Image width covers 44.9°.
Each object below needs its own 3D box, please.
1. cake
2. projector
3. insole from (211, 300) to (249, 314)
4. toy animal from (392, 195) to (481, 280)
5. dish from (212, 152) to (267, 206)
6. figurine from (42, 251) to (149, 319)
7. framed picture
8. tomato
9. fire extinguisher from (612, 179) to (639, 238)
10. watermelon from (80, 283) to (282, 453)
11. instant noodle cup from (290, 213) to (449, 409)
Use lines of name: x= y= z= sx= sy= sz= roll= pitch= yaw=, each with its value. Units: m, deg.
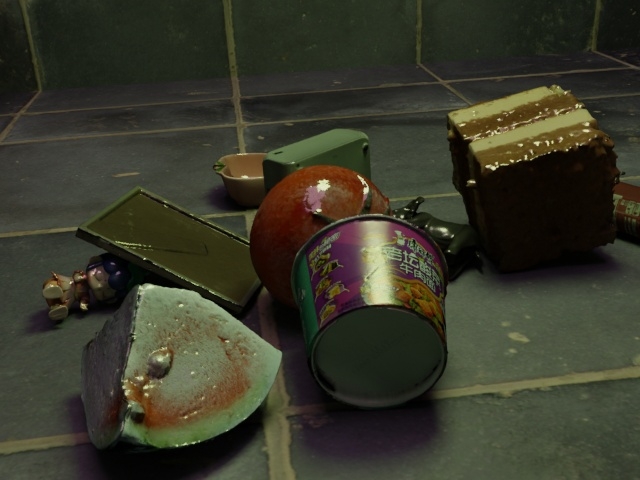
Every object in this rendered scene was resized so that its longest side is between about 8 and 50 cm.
cake: x=0.406 y=-0.129 z=1.536 sx=0.282 sy=0.256 sz=0.290 roll=-16 pitch=32 yaw=-4
projector: x=0.001 y=-0.115 z=1.690 sx=0.108 sy=0.198 sz=0.250 roll=20 pitch=33 yaw=41
insole: x=-0.191 y=0.090 z=1.486 sx=0.080 sy=0.003 sz=0.232 roll=-11 pitch=25 yaw=-17
toy animal: x=0.202 y=-0.001 z=1.544 sx=0.245 sy=0.115 sz=0.146 roll=28 pitch=39 yaw=13
dish: x=-0.165 y=-0.145 z=1.914 sx=0.213 sy=0.090 sz=0.213 roll=0 pitch=24 yaw=0
figurine: x=-0.414 y=0.070 z=1.423 sx=0.195 sy=0.111 sz=0.102 roll=-15 pitch=23 yaw=-23
framed picture: x=-0.259 y=0.009 z=1.484 sx=0.335 sy=0.022 sz=0.247 roll=25 pitch=26 yaw=3
tomato: x=0.000 y=0.000 z=1.360 sx=0.264 sy=0.265 sz=0.265 roll=-2 pitch=24 yaw=1
fire extinguisher: x=0.669 y=-0.031 z=1.558 sx=0.147 sy=0.106 sz=0.337 roll=-41 pitch=37 yaw=-17
watermelon: x=-0.193 y=0.162 z=1.066 sx=0.289 sy=0.214 sz=0.320 roll=-6 pitch=12 yaw=-11
instant noodle cup: x=0.077 y=0.115 z=1.136 sx=0.251 sy=0.251 sz=0.190 roll=-2 pitch=33 yaw=1
